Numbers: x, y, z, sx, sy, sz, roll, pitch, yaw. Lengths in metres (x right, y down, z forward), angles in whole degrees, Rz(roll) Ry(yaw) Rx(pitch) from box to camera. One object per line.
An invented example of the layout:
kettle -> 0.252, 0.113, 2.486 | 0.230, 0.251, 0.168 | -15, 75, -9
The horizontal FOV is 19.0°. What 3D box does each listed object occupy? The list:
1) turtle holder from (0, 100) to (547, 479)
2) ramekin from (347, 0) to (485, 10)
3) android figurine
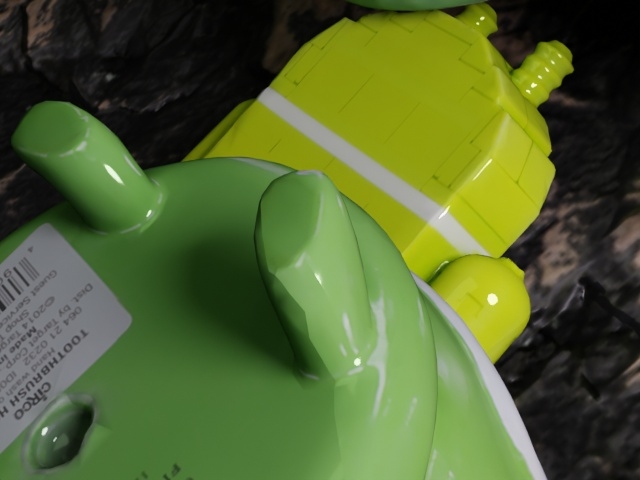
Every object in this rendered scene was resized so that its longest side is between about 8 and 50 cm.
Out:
turtle holder -> -0.014, 0.107, 0.628 | 0.320, 0.227, 0.243 | -1, 53, 42
ramekin -> 0.084, -0.240, 0.891 | 0.303, 0.148, 0.303 | -22, 31, 14
android figurine -> 0.000, 0.000, 0.860 | 0.273, 0.056, 0.248 | -48, 37, -5
